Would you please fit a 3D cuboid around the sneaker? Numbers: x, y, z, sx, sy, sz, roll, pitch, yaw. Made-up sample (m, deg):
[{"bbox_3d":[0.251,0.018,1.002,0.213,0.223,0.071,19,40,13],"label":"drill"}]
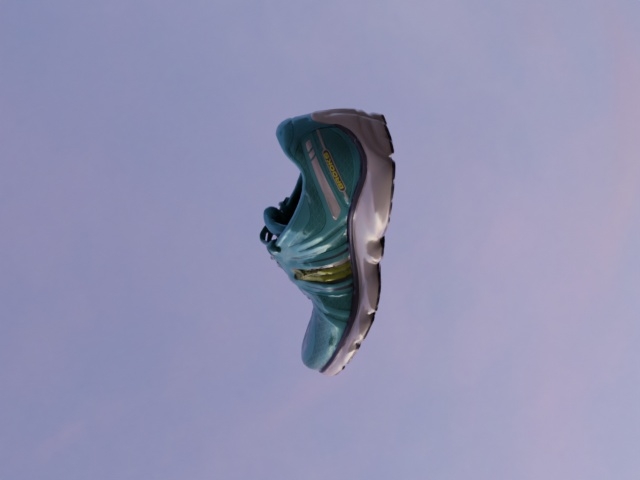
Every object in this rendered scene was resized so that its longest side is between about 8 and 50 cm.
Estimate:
[{"bbox_3d":[0.000,0.000,1.326,0.107,0.110,0.275,-96,8,-56],"label":"sneaker"}]
